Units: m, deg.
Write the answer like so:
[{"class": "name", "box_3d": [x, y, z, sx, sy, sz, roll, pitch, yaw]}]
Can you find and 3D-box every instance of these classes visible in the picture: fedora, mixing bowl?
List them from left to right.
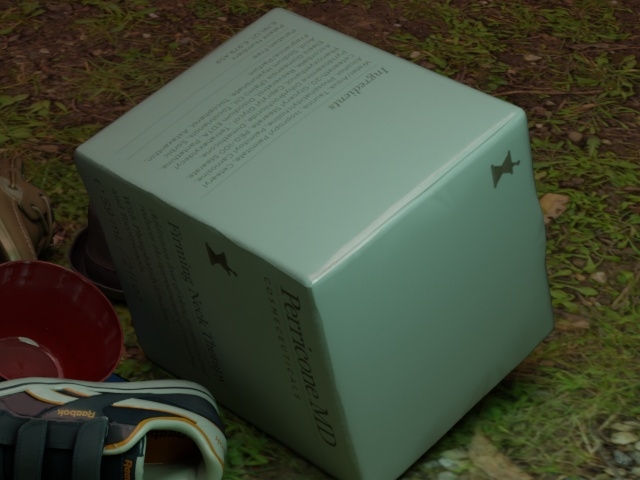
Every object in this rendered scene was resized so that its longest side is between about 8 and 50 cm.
[{"class": "mixing bowl", "box_3d": [-0.320, 0.121, 1.867, 0.181, 0.098, 0.181, 17, 44, -17]}, {"class": "fedora", "box_3d": [-0.191, -0.023, 2.182, 0.275, 0.124, 0.244, -1, 30, -2]}]

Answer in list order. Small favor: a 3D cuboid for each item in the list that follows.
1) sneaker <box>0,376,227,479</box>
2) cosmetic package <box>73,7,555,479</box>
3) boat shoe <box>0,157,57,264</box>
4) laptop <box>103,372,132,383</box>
[{"class": "sneaker", "box_3d": [-0.252, 0.217, 1.749, 0.321, 0.126, 0.127, -6, 30, -15]}, {"class": "cosmetic package", "box_3d": [0.000, 0.000, 1.871, 0.327, 0.329, 0.393, -38, 45, -27]}, {"class": "boat shoe", "box_3d": [-0.401, -0.034, 2.201, 0.110, 0.122, 0.341, -11, 30, -17]}, {"class": "laptop", "box_3d": [-0.488, 0.087, 1.886, 0.236, 0.408, 0.382, -18, 10, 44]}]
